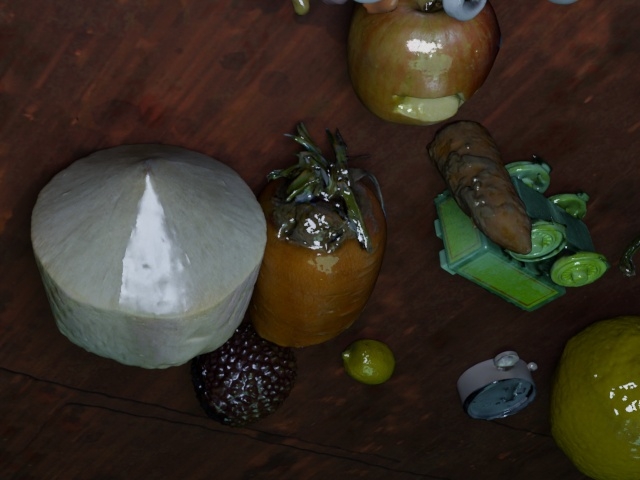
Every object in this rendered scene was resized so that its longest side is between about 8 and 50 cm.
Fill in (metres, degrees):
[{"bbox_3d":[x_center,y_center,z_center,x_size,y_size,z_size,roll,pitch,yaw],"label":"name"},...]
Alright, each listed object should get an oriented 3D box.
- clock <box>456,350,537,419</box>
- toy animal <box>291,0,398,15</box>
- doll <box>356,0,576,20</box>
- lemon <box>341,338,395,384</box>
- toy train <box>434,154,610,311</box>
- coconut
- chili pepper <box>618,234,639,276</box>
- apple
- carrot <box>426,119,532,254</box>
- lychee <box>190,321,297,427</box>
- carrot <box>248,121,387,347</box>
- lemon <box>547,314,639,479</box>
[{"bbox_3d":[0.356,0.300,1.932,0.156,0.063,0.229,-2,141,-12],"label":"clock"},{"bbox_3d":[-0.054,-0.333,0.981,0.281,0.195,0.169,8,177,-29],"label":"toy animal"},{"bbox_3d":[0.202,-0.387,0.935,0.376,0.187,0.365,-35,153,-56],"label":"doll"},{"bbox_3d":[0.086,0.218,1.742,0.111,0.082,0.082,23,129,-33],"label":"lemon"},{"bbox_3d":[0.311,-0.003,1.479,0.188,0.159,0.272,-32,138,32],"label":"toy train"},{"bbox_3d":[-0.225,0.007,1.250,0.329,0.328,0.329,-8,141,-6],"label":"coconut"},{"bbox_3d":[0.656,-0.049,1.561,0.388,0.110,0.110,-20,141,0],"label":"chili pepper"},{"bbox_3d":[0.113,-0.223,1.136,0.199,0.199,0.199,-8,141,-6],"label":"apple"},{"bbox_3d":[0.229,-0.063,1.302,0.102,0.263,0.102,-9,131,-11],"label":"carrot"},{"bbox_3d":[-0.128,0.223,1.618,0.188,0.188,0.188,-8,141,-6],"label":"lychee"},{"bbox_3d":[0.000,0.000,1.363,0.214,0.193,0.331,-8,141,-8],"label":"carrot"},{"bbox_3d":[0.577,0.297,1.795,0.336,0.336,0.336,-8,141,-6],"label":"lemon"}]
